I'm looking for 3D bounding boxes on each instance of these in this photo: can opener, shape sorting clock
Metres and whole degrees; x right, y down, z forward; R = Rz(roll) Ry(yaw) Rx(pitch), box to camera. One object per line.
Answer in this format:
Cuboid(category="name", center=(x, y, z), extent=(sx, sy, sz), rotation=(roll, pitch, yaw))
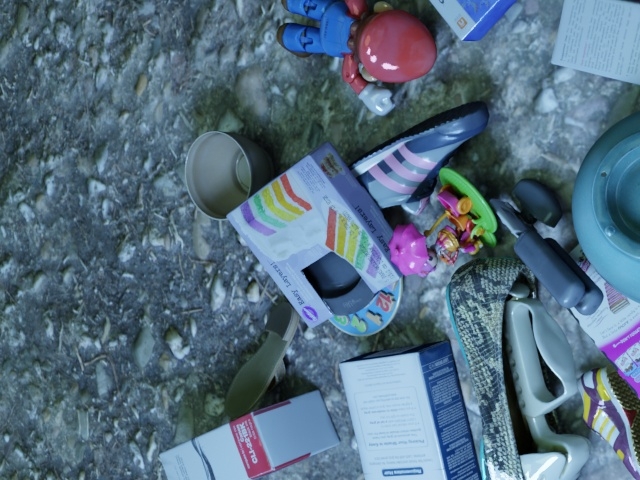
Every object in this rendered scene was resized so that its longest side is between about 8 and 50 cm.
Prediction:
Cuboid(category="can opener", center=(0.339, -0.003, 1.768), extent=(0.095, 0.076, 0.283), rotation=(-59, 31, 18))
Cuboid(category="shape sorting clock", center=(0.061, 0.067, 2.096), extent=(0.206, 0.040, 0.206), rotation=(8, 103, 37))

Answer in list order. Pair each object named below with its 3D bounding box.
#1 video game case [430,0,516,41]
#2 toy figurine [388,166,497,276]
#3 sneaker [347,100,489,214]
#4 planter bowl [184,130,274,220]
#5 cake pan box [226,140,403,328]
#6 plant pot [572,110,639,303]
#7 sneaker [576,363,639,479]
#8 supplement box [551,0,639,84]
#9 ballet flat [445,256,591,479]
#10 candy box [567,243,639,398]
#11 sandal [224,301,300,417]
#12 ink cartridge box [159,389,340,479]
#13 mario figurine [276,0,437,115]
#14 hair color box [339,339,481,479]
Cuboid(category="video game case", center=(0.245, -0.487, 1.837), extent=(0.269, 0.061, 0.244), rotation=(-47, 70, 34))
Cuboid(category="toy figurine", center=(0.182, -0.002, 1.869), extent=(0.130, 0.159, 0.173), rotation=(41, 167, 45))
Cuboid(category="sneaker", center=(0.166, -0.119, 1.954), extent=(0.319, 0.112, 0.131), rotation=(-26, 98, 41))
Cuboid(category="planter bowl", center=(-0.153, -0.124, 2.187), extent=(0.162, 0.109, 0.162), rotation=(8, 104, 38))
Cuboid(category="cake pan box", center=(0.000, 0.000, 2.019), extent=(0.245, 0.070, 0.267), rotation=(-31, 97, 44))
Cuboid(category="plant pot", center=(0.468, -0.053, 1.599), extent=(0.293, 0.196, 0.293), rotation=(-2, 85, 24))
Cuboid(category="sneaker", center=(0.450, 0.284, 1.816), extent=(0.084, 0.069, 0.186), rotation=(-31, 72, 47))
Cuboid(category="supplement box", center=(0.454, -0.278, 1.676), extent=(0.220, 0.111, 0.114), rotation=(19, 109, 34))
Cuboid(category="ballet flat", center=(0.321, 0.258, 1.845), extent=(0.182, 0.164, 0.483), rotation=(-14, 86, 44))
Cuboid(category="candy box", center=(0.464, 0.092, 1.760), extent=(0.233, 0.071, 0.159), rotation=(54, 125, 17))
Cuboid(category="sandal", center=(-0.086, 0.234, 2.226), extent=(0.088, 0.079, 0.240), rotation=(30, 94, 47))
Cuboid(category="ink cartridge box", center=(-0.134, 0.386, 2.207), extent=(0.273, 0.197, 0.114), rotation=(-30, 78, 37))
Cuboid(category="mario figurine", center=(0.078, -0.336, 1.986), extent=(0.320, 0.170, 0.198), rotation=(28, 151, 43))
Cuboid(category="hair color box", center=(0.162, 0.356, 2.025), extent=(0.174, 0.105, 0.347), rotation=(-13, 90, 39))
